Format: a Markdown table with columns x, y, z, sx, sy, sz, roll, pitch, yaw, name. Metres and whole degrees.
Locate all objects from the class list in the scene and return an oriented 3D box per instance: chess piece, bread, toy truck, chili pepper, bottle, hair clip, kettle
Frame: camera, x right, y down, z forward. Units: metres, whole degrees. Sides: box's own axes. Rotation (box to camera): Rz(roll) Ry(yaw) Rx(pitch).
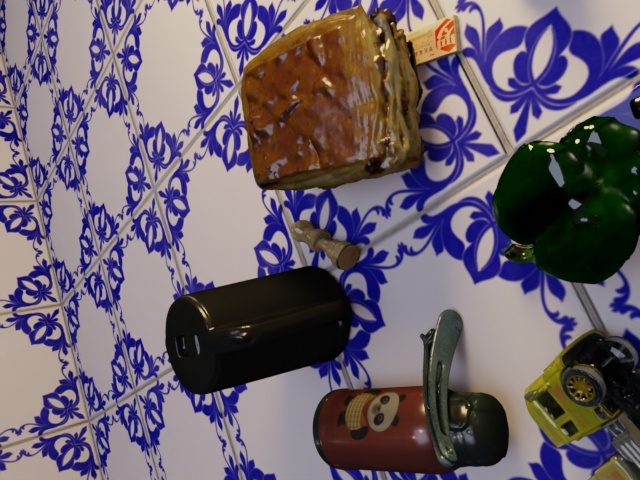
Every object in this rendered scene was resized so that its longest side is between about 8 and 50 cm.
| x | y | z | sx | sy | sz | roll | pitch | yaw | name |
| --- | --- | --- | --- | --- | --- | --- | --- | --- | --- |
| 0.000 | 0.001 | 1.050 | 0.172 | 0.060 | 0.060 | 31 | 116 | 42 | chess piece |
| 0.023 | -0.225 | 0.923 | 0.324 | 0.167 | 0.278 | -10 | 86 | 37 | bread |
| 0.378 | 0.259 | 0.648 | 0.272 | 0.124 | 0.157 | 52 | 138 | 24 | toy truck |
| 0.307 | -0.038 | 0.663 | 0.173 | 0.261 | 0.165 | 40 | 81 | 18 | chili pepper |
| 0.147 | 0.311 | 0.880 | 0.336 | 0.143 | 0.144 | -20 | 80 | 42 | bottle |
| 0.179 | 0.218 | 0.776 | 0.048 | 0.275 | 0.083 | 31 | 124 | -10 | hair clip |
| -0.098 | 0.176 | 0.990 | 0.262 | 0.307 | 0.203 | 22 | 111 | 43 | kettle |

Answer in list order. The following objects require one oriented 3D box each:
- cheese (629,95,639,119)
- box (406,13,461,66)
| x | y | z | sx | sy | sz | roll | pitch | yaw | name |
| --- | --- | --- | --- | --- | --- | --- | --- | --- | --- |
| 0.436 | -0.181 | 0.595 | 0.162 | 0.036 | 0.087 | -24 | 80 | 45 | cheese |
| 0.182 | -0.320 | 0.856 | 0.093 | 0.015 | 0.058 | -3 | 90 | 47 | box |
